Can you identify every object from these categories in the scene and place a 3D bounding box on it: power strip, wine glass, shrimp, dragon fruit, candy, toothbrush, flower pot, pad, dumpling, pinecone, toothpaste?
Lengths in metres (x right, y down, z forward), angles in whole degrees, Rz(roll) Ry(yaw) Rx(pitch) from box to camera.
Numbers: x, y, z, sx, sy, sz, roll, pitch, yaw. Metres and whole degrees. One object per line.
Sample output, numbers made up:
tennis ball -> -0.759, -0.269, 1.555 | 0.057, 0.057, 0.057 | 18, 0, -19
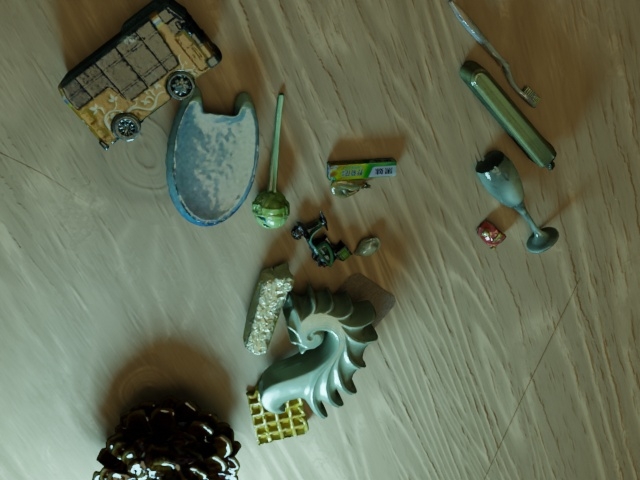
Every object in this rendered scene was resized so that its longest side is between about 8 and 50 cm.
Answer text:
power strip -> 0.493, -0.308, 1.885 | 0.066, 0.092, 0.387 | -42, 117, 11
wine glass -> 0.595, -0.153, 1.979 | 0.264, 0.096, 0.309 | -37, 117, 8
shrimp -> 0.076, -0.133, 1.912 | 0.108, 0.023, 0.059 | 6, 123, -16
dragon fruit -> 0.474, -0.011, 2.043 | 0.056, 0.060, 0.083 | -47, 118, 7
candy -> -0.111, -0.192, 1.815 | 0.092, 0.093, 0.335 | -2, 109, -28
toothbrush -> 0.432, -0.459, 1.834 | 0.375, 0.028, 0.037 | 39, 96, -26
flower pot -> -0.006, 0.310, 2.015 | 0.254, 0.164, 0.367 | 14, 107, -15
pad -> 0.076, 0.223, 2.094 | 0.176, 0.002, 0.266 | 34, 103, -25
dumpling -> 0.131, 0.021, 1.989 | 0.059, 0.043, 0.077 | 23, 106, -45
pinecone -> -0.415, 0.640, 1.997 | 0.398, 0.398, 0.397 | -5, 116, -11
toothpaste -> 0.104, -0.183, 1.885 | 0.178, 0.037, 0.043 | -4, 115, -11

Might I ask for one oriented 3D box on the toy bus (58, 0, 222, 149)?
toy bus -> -0.390, -0.369, 1.611 | 0.323, 0.162, 0.194 | -36, 115, 7

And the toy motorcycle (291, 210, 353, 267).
toy motorcycle -> 0.000, 0.000, 1.939 | 0.100, 0.058, 0.173 | -40, 119, 0

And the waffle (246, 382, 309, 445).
waffle -> -0.125, 0.483, 2.143 | 0.160, 0.055, 0.211 | -11, 116, -7

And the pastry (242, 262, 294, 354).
pastry -> -0.141, 0.179, 1.955 | 0.089, 0.121, 0.258 | 9, 112, -22

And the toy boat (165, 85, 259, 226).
toy boat -> -0.263, -0.198, 1.767 | 0.215, 0.123, 0.330 | 0, 104, -22
